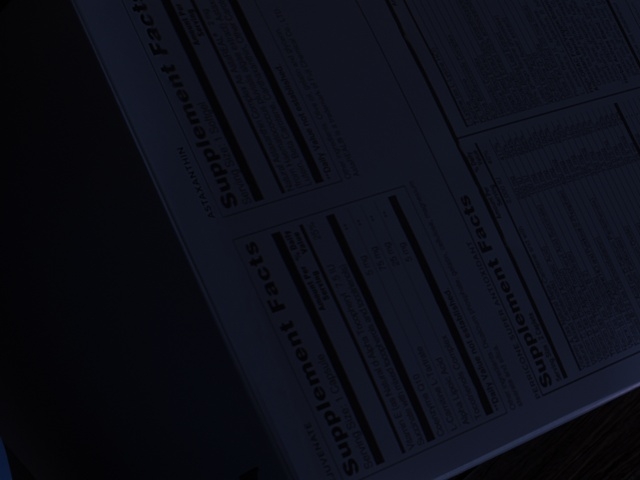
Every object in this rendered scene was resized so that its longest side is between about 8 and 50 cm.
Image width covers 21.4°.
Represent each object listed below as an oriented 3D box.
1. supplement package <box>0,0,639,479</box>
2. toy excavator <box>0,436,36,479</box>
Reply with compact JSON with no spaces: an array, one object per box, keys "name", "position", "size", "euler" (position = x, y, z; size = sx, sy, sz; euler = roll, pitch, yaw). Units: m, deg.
[{"name":"supplement package","position":[-0.001,0.005,0.654],"size":[0.262,0.198,0.199],"euler":[-18,169,-41]},{"name":"toy excavator","position":[-0.291,0.151,0.391],"size":[0.433,0.222,0.445],"euler":[-46,159,1]}]
